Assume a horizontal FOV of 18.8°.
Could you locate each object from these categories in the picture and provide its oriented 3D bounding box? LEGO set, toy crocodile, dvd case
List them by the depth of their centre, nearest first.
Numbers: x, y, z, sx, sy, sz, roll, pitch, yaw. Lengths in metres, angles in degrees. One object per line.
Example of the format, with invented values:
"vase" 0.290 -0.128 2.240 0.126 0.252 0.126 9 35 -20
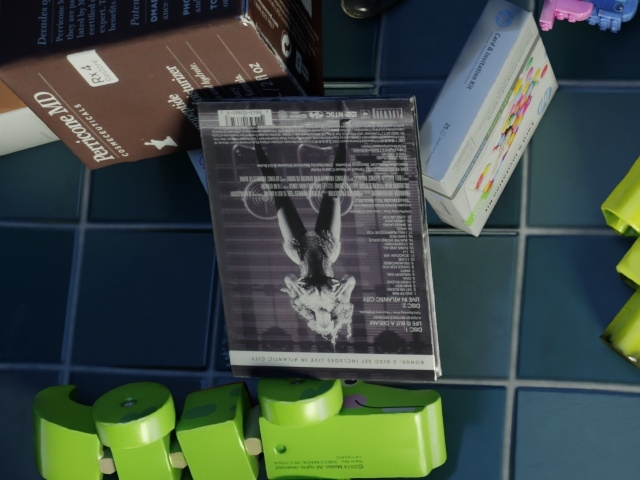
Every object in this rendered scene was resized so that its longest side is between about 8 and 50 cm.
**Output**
"dvd case" 0.000 0.000 1.431 0.164 0.018 0.221 0 110 18
"LEGO set" 0.272 -0.162 1.530 0.227 0.087 0.093 14 83 10
"toy crocodile" -0.069 0.154 1.531 0.340 0.105 0.115 -7 117 11

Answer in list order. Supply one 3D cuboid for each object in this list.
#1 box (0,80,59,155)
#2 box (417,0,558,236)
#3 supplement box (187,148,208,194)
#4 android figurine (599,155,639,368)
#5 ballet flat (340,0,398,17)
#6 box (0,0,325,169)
"box" -0.257 -0.154 1.652 0.170 0.091 0.130 -15 74 10
"box" 0.126 -0.091 1.491 0.038 0.186 0.145 27 84 16
"supplement box" -0.025 -0.040 1.557 0.111 0.114 0.220 -30 70 6
"android figurine" 0.345 0.006 1.485 0.248 0.056 0.273 40 90 19
"ballet flat" 0.074 -0.259 1.628 0.057 0.049 0.173 37 87 -26
"box" -0.117 -0.176 1.469 0.203 0.168 0.167 -10 63 17
